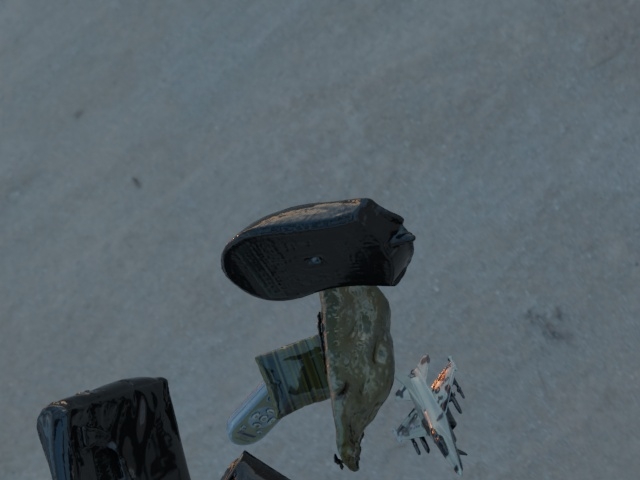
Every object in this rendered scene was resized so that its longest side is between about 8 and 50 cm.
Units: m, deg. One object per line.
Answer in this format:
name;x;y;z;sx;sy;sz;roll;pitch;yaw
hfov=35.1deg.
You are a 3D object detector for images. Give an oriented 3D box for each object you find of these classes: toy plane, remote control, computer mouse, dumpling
toy plane;0.171;0.262;1.492;0.160;0.082;0.234;-55;43;20
remote control;-0.089;0.296;1.913;0.244;0.087;0.047;-48;39;18
computer mouse;0.000;0.000;1.279;0.264;0.147;0.088;-5;50;25
dumpling;0.058;0.159;1.364;0.086;0.166;0.332;-16;56;20

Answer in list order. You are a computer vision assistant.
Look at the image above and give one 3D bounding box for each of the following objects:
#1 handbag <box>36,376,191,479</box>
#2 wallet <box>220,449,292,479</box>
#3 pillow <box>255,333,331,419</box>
handbag;-0.271;0.332;1.379;0.088;0.244;0.275;-13;88;27
wallet;0.027;0.321;0.866;0.318;0.045;0.172;30;46;5
pillow;0.005;0.207;1.663;0.203;0.038;0.113;-19;85;-5
